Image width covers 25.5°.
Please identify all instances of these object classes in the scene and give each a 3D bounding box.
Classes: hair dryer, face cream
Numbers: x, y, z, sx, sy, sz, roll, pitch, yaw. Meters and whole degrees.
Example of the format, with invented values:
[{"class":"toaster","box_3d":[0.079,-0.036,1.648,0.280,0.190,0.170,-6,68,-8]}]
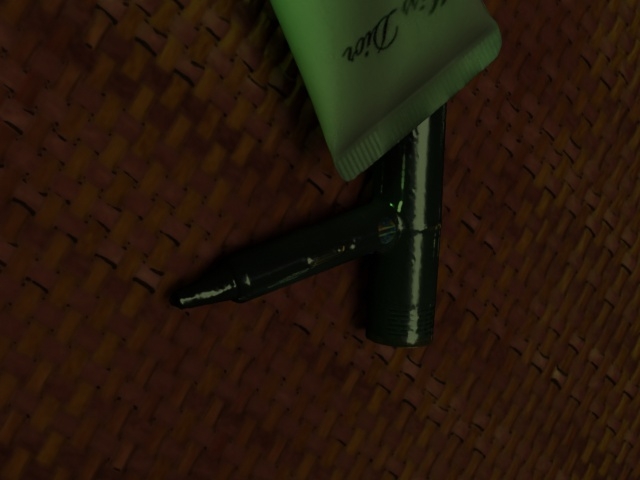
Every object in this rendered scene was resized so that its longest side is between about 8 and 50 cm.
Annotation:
[{"class":"hair dryer","box_3d":[-0.004,-0.014,0.853,0.195,0.050,0.173,-6,103,-38]},{"class":"face cream","box_3d":[0.001,-0.191,0.774,0.143,0.089,0.314,-43,128,-20]}]
